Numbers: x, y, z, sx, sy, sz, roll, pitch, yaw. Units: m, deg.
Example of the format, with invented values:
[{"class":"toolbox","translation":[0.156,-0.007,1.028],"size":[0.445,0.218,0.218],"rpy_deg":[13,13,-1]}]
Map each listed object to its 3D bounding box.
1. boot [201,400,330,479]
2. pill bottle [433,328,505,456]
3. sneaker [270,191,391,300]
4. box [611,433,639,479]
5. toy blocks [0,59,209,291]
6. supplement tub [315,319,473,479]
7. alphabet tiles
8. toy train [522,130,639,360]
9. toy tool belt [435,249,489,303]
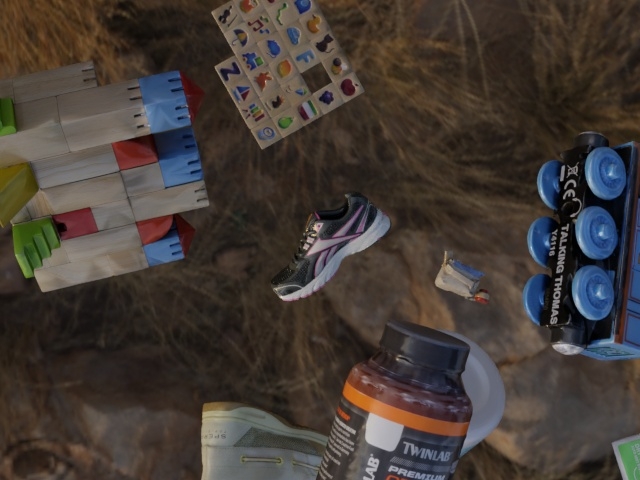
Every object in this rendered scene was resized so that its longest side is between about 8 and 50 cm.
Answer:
[{"class":"boot","translation":[-0.046,0.265,1.094],"size":[0.077,0.165,0.213],"rpy_deg":[-14,148,41]},{"class":"pill bottle","translation":[0.107,0.230,1.369],"size":[0.146,0.146,0.264],"rpy_deg":[6,145,-23]},{"class":"sneaker","translation":[0.000,0.000,1.435],"size":[0.178,0.072,0.077],"rpy_deg":[-40,113,0]},{"class":"box","translation":[0.491,0.385,1.440],"size":[0.127,0.262,0.231],"rpy_deg":[-18,160,14]},{"class":"toy blocks","translation":[-0.259,-0.084,1.364],"size":[0.261,0.191,0.381],"rpy_deg":[-13,142,-6]},{"class":"supplement tub","translation":[0.057,0.166,0.870],"size":[0.106,0.106,0.198],"rpy_deg":[14,95,-27]},{"class":"alphabet tiles","translation":[-0.069,-0.299,1.797],"size":[0.198,0.009,0.237],"rpy_deg":[-29,105,2]},{"class":"toy train","translation":[0.224,0.007,0.875],"size":[0.105,0.080,0.184],"rpy_deg":[20,71,-30]},{"class":"toy tool belt","translation":[0.198,0.048,1.482],"size":[0.083,0.052,0.051],"rpy_deg":[22,78,-18]}]
